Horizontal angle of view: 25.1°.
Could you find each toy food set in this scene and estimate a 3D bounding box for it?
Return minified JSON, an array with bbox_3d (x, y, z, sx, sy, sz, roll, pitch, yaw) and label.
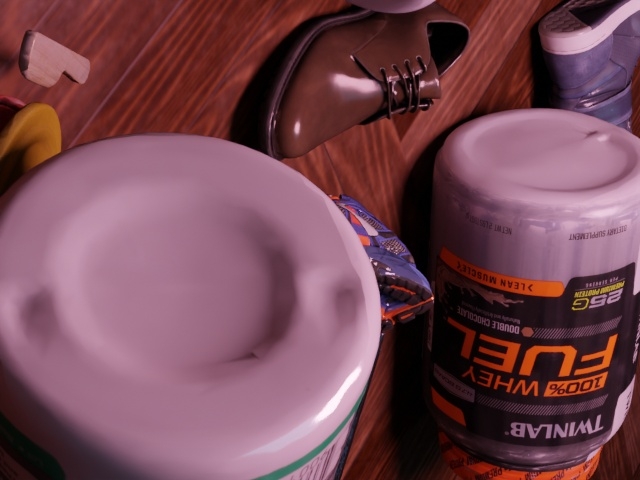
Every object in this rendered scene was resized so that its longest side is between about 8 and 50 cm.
[{"bbox_3d":[-0.197,-0.017,0.780,0.128,0.071,0.218,-44,152,-80],"label":"toy food set"}]

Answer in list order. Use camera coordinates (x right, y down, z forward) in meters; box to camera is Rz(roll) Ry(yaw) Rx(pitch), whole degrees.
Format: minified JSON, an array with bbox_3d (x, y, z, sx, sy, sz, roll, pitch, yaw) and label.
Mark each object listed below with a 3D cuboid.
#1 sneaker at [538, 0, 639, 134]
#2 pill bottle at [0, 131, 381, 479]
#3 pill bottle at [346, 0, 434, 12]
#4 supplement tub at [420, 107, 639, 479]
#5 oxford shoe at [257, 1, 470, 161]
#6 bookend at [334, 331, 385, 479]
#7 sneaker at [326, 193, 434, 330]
[{"bbox_3d":[0.310,-0.188,1.501,0.226,0.086,0.163,-35,126,-33],"label":"sneaker"},{"bbox_3d":[-0.098,0.128,0.811,0.204,0.204,0.361,-46,163,-37],"label":"pill bottle"},{"bbox_3d":[0.084,-0.294,0.998,0.264,0.146,0.146,-56,148,-26],"label":"pill bottle"},{"bbox_3d":[0.201,0.064,1.359,0.207,0.207,0.338,-37,136,-45],"label":"supplement tub"},{"bbox_3d":[0.038,-0.125,1.078,0.227,0.096,0.083,-43,143,-38],"label":"oxford shoe"},{"bbox_3d":[-0.034,0.134,1.136,0.156,0.072,0.157,11,97,-61],"label":"bookend"},{"bbox_3d":[0.000,0.000,1.119,0.083,0.087,0.221,-34,142,18],"label":"sneaker"}]
